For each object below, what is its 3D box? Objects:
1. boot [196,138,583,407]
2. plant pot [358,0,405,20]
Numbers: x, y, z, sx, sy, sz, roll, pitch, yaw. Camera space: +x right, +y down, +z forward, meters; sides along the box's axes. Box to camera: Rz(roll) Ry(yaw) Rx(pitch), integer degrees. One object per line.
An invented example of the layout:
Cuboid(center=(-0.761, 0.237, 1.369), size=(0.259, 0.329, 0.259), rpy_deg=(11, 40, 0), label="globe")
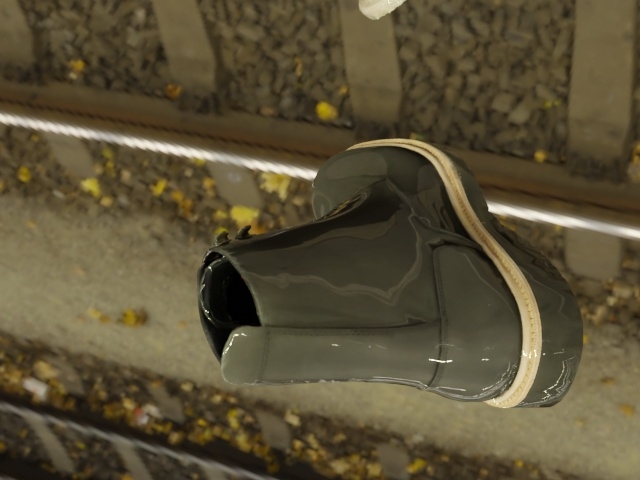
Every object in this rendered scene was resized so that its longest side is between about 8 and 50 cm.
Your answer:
Cuboid(center=(0.000, 0.000, 0.477), size=(0.137, 0.077, 0.198), rpy_deg=(3, -162, -24), label="boot")
Cuboid(center=(0.023, -0.403, 0.926), size=(0.305, 0.334, 0.334), rpy_deg=(35, 148, -13), label="plant pot")
